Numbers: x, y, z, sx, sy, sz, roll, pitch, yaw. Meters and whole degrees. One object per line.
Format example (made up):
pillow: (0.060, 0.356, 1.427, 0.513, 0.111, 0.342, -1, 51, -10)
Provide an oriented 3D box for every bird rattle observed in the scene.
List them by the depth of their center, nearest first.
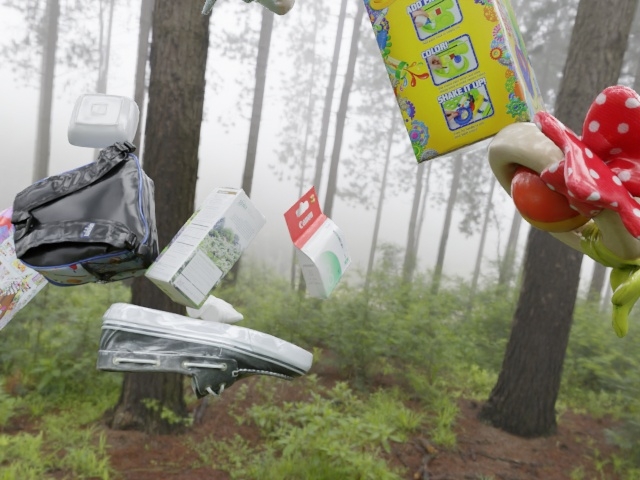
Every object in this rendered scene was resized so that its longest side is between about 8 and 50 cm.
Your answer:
bird rattle: (0.224, -0.032, 0.477, 0.254, 0.143, 0.207, 32, 6, -37)

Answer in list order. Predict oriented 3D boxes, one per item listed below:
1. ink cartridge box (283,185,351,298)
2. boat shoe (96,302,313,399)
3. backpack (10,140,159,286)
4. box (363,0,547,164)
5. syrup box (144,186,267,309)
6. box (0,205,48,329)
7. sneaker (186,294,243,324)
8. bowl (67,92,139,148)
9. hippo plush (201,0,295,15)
ink cartridge box: (0.000, 0.000, 1.306, 0.056, 0.224, 0.181, -3, 25, 26)
boat shoe: (-0.181, 0.192, 0.860, 0.335, 0.119, 0.121, 13, -19, -10)
backpack: (-0.468, -0.031, 1.100, 0.264, 0.276, 0.213, -11, -31, -7)
box: (0.234, -0.294, 0.894, 0.177, 0.279, 0.290, -18, 3, 30)
syrup box: (-0.222, 0.010, 1.072, 0.096, 0.236, 0.093, 9, -34, 44)
box: (-0.779, 0.078, 1.294, 0.057, 0.201, 0.293, -16, 28, 25)
sneaker: (-0.287, 0.183, 1.460, 0.094, 0.080, 0.212, 8, 9, -41)
bowl: (-0.479, -0.271, 1.191, 0.142, 0.142, 0.053, 3, -34, -6)
hippo plush: (-0.187, -0.679, 1.258, 0.294, 0.234, 0.236, 12, 2, 19)
